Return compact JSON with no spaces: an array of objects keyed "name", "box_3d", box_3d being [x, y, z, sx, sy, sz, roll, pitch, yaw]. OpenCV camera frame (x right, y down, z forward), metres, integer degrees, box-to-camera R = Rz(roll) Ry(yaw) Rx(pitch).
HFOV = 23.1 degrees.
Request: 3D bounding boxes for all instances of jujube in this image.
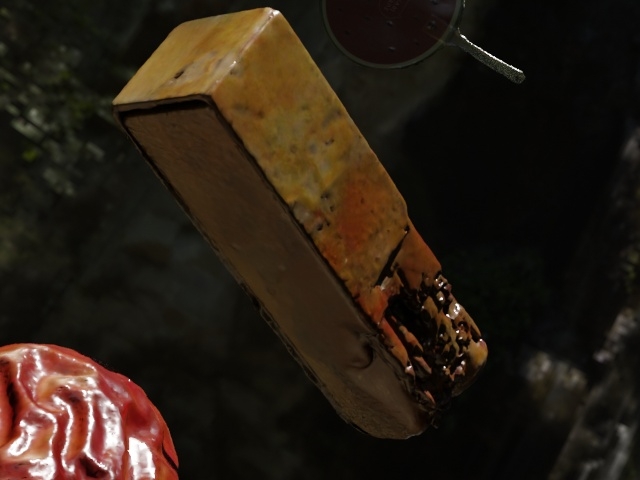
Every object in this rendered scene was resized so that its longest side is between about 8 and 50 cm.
[{"name":"jujube","box_3d":[-0.152,0.154,0.821,0.155,0.230,0.155,-1,-60,-2]}]

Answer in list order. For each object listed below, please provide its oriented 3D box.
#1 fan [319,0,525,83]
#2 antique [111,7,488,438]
[{"name":"fan","box_3d":[0.059,-0.123,0.880,0.133,0.085,0.005,35,2,17]},{"name":"antique","box_3d":[0.000,0.000,1.003,0.093,0.087,0.310,-1,-47,44]}]
